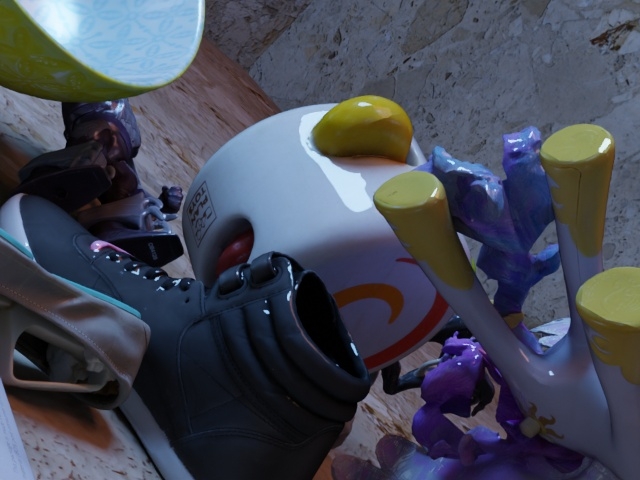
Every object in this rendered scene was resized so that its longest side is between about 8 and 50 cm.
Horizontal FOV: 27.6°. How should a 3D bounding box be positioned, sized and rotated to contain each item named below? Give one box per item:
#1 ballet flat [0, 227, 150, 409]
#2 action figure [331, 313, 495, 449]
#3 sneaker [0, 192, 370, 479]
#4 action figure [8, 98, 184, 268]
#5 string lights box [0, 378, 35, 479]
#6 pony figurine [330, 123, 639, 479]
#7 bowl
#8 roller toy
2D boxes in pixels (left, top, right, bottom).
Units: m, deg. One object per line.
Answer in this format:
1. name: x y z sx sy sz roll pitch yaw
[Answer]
1. ballet flat: -0.170 0.036 0.691 0.072 0.068 0.213 -4 -27 35
2. action figure: 0.010 0.093 1.110 0.276 0.141 0.164 13 29 -21
3. sneaker: -0.081 0.040 0.828 0.296 0.147 0.104 47 9 24
4. action figure: -0.175 -0.071 1.074 0.185 0.099 0.285 61 8 -27
5. string lights box: -0.221 0.025 0.423 0.260 0.077 0.133 39 9 -39
6. pony figurine: 0.166 0.105 0.812 0.351 0.303 0.363 30 -28 53
7. bowl: -0.233 -0.217 0.954 0.289 0.156 0.289 42 37 -42
8. roller toy: 0.000 0.000 0.949 0.209 0.191 0.146 59 8 -55
